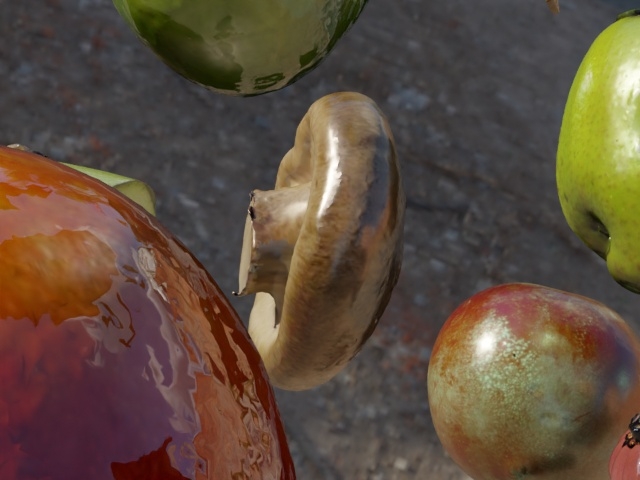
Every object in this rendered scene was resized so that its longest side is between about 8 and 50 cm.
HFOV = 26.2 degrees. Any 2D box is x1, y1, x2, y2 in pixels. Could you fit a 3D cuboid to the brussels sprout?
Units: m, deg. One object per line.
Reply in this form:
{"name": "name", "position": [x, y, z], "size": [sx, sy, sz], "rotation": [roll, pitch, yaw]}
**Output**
{"name": "brussels sprout", "position": [-0.034, -0.134, 0.559], "size": [0.118, 0.155, 0.155], "rotation": [2, 19, 32]}

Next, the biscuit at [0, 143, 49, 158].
{"name": "biscuit", "position": [-0.224, 0.003, 1.110], "size": [0.118, 0.183, 0.061], "rotation": [-2, 46, 47]}

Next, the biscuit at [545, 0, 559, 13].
{"name": "biscuit", "position": [0.264, -0.309, 1.611], "size": [0.016, 0.092, 0.082], "rotation": [-8, 25, 17]}

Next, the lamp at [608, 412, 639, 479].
{"name": "lamp", "position": [0.271, 0.169, 1.042], "size": [0.092, 0.107, 0.107], "rotation": [53, 29, -11]}

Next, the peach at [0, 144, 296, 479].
{"name": "peach", "position": [-0.174, 0.131, 0.627], "size": [0.370, 0.370, 0.370], "rotation": [14, 31, -9]}

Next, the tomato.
{"name": "tomato", "position": [0.251, 0.188, 1.607], "size": [0.270, 0.270, 0.222], "rotation": [19, 51, -1]}

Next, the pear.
{"name": "pear", "position": [0.359, -0.072, 1.361], "size": [0.293, 0.292, 0.159], "rotation": [17, -9, -4]}

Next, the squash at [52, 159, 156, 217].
{"name": "squash", "position": [-0.311, 0.014, 1.730], "size": [0.133, 0.220, 0.220], "rotation": [18, 30, 11]}

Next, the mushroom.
{"name": "mushroom", "position": [0.000, 0.000, 1.262], "size": [0.146, 0.278, 0.278], "rotation": [10, 32, -9]}
